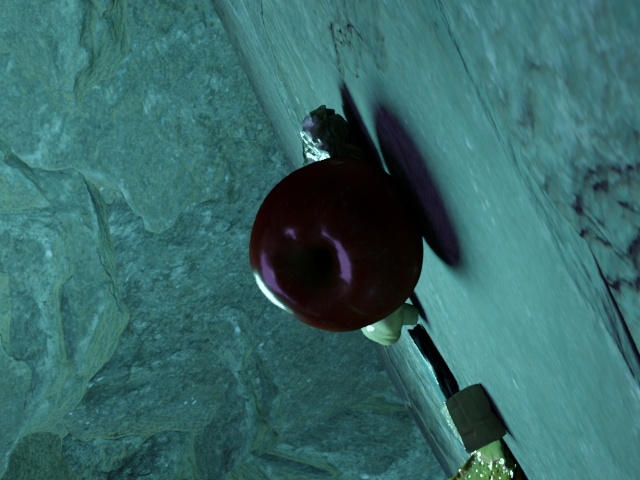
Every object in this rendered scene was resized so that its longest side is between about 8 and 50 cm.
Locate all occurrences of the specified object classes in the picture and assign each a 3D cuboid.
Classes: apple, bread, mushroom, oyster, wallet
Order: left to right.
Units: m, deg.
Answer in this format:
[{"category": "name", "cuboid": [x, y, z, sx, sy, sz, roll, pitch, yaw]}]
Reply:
[{"category": "apple", "cuboid": [0.024, 0.008, 1.633, 0.260, 0.260, 0.216, 63, -159, -4]}, {"category": "oyster", "cuboid": [0.034, -0.106, 1.812, 0.198, 0.112, 0.267, -128, 14, -74]}, {"category": "mushroom", "cuboid": [0.140, 0.142, 2.242, 0.154, 0.122, 0.154, -170, 90, -84]}, {"category": "wallet", "cuboid": [0.250, 0.289, 2.358, 0.167, 0.036, 0.222, 60, 177, 36]}, {"category": "bread", "cuboid": [0.268, 0.319, 1.936, 0.105, 0.077, 0.152, 63, 179, 15]}, {"category": "bread", "cuboid": [0.299, 0.439, 1.997, 0.140, 0.169, 0.160, -118, 17, -44]}]
